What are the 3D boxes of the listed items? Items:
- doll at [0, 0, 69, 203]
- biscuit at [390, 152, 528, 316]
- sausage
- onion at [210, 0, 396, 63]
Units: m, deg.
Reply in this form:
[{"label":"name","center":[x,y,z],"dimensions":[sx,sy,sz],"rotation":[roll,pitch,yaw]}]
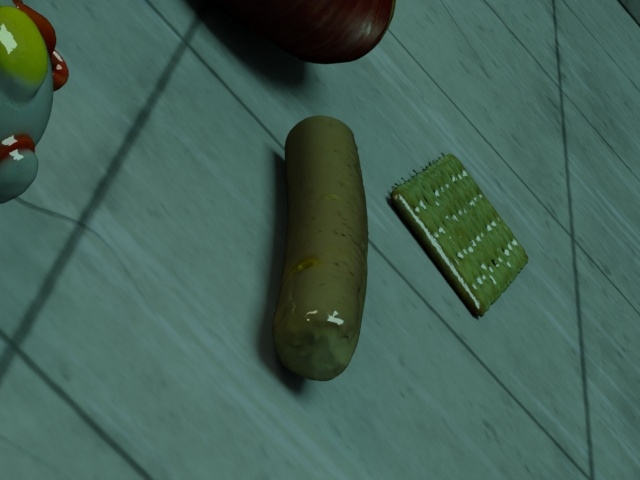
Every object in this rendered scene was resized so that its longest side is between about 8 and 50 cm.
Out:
[{"label":"doll","center":[-0.219,-0.095,0.807],"dimensions":[0.200,0.105,0.336],"rotation":[58,22,16]},{"label":"biscuit","center":[0.129,-0.011,1.558],"dimensions":[0.139,0.016,0.231],"rotation":[54,20,1]},{"label":"sausage","center":[0.002,0.001,1.192],"dimensions":[0.066,0.066,0.301],"rotation":[44,23,-21]},{"label":"onion","center":[-0.033,-0.258,1.439],"dimensions":[0.248,0.161,0.248],"rotation":[22,35,-17]}]
